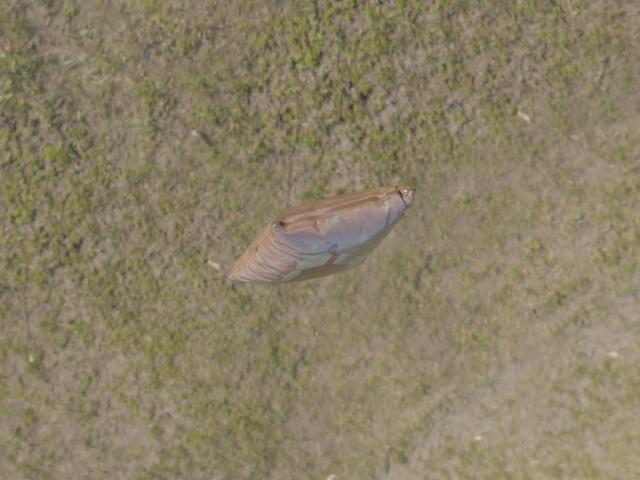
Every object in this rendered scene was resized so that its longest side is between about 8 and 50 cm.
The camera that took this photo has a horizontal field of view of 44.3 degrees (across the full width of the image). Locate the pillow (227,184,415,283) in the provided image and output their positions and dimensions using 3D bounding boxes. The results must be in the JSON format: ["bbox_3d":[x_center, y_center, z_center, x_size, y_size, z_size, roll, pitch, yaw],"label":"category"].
[{"bbox_3d":[0.000,0.000,1.083,0.223,0.084,0.236,-11,161,-23],"label":"pillow"}]
